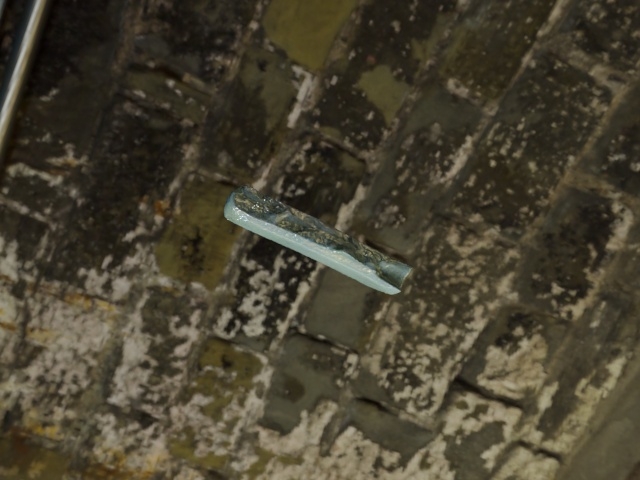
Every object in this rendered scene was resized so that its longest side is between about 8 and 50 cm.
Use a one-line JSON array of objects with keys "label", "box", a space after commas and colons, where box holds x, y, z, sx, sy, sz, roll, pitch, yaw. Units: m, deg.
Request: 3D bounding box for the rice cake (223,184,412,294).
[{"label": "rice cake", "box": [0.000, 0.000, 0.598, 0.042, 0.180, 0.030, -36, 31, 61]}]
